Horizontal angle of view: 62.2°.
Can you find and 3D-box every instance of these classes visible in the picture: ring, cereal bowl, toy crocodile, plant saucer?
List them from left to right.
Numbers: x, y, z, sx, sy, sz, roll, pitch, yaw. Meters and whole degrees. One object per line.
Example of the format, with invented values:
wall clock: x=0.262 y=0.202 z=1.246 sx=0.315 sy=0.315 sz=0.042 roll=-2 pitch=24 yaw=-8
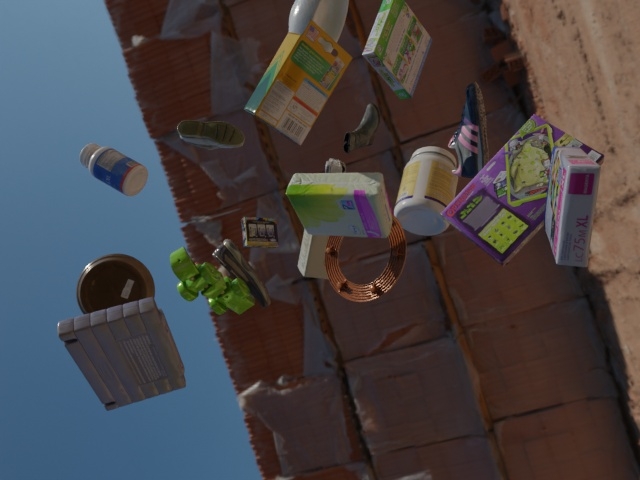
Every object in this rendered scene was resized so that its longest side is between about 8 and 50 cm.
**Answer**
plant saucer: x=-0.745 y=0.186 z=1.926 sx=0.041 sy=0.277 sz=0.278 roll=167 pitch=87 yaw=-81
toy crocodile: x=-0.315 y=0.131 z=1.570 sx=0.340 sy=0.115 sz=0.105 roll=38 pitch=-161 yaw=-48
cereal bowl: x=-0.027 y=-0.877 z=2.104 sx=0.339 sy=0.141 sz=0.339 roll=-58 pitch=-13 yaw=-22
ring: x=0.140 y=0.042 z=1.800 sx=0.032 sy=0.336 sz=0.337 roll=17 pitch=-127 yaw=-49

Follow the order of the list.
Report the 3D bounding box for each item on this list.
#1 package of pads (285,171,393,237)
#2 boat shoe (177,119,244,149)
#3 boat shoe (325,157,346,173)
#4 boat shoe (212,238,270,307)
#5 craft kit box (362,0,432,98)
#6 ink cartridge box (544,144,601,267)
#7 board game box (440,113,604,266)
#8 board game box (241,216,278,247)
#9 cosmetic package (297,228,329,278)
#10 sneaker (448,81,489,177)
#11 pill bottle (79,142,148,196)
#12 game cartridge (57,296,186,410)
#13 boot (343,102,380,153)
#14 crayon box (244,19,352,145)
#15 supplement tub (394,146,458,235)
package of pads: x=0.068 y=-0.107 z=1.654 sx=0.229 sy=0.296 sz=0.101 roll=64 pitch=-145 yaw=-52
boat shoe: x=-0.483 y=-0.468 z=2.390 sx=0.103 sy=0.302 sz=0.113 roll=92 pitch=-169 yaw=-70
boat shoe: x=0.076 y=-0.335 z=2.469 sx=0.267 sy=0.088 sz=0.096 roll=-42 pitch=-42 yaw=-82
boat shoe: x=-0.351 y=0.163 z=2.355 sx=0.355 sy=0.130 sz=0.132 roll=54 pitch=178 yaw=10
craft kit box: x=0.265 y=-0.651 z=1.786 sx=0.246 sy=0.061 sz=0.250 roll=36 pitch=-111 yaw=-45
ink cartridge box: x=0.498 y=-0.085 z=1.071 sx=0.311 sy=0.065 sz=0.186 roll=-42 pitch=-46 yaw=-64
board game box: x=0.492 y=-0.127 z=1.315 sx=0.208 sy=0.347 sz=0.056 roll=45 pitch=-175 yaw=28
board game box: x=-0.288 y=-0.037 z=2.529 sx=0.048 sy=0.170 sz=0.141 roll=-22 pitch=69 yaw=54
cosmetic package: x=0.000 y=0.000 z=2.260 sx=0.153 sy=0.129 sz=0.296 roll=-130 pitch=50 yaw=-68
sneaker: x=0.493 y=-0.368 z=1.803 sx=0.112 sy=0.131 sz=0.319 roll=-24 pitch=-70 yaw=-58
pill bottle: x=-0.738 y=-0.257 z=1.887 sx=0.124 sy=0.221 sz=0.124 roll=-57 pitch=-13 yaw=-21
game cartridge: x=-0.485 y=0.294 z=1.351 sx=0.355 sy=0.230 sz=0.068 roll=88 pitch=158 yaw=-44
boot: x=0.192 y=-0.528 z=2.541 sx=0.083 sy=0.161 sz=0.247 roll=47 pitch=147 yaw=31
crayon box: x=-0.066 y=-0.488 z=1.648 sx=0.203 sy=0.323 sz=0.083 roll=28 pitch=-174 yaw=-42
supplement tub: x=0.461 y=-0.215 z=2.291 sx=0.241 sy=0.241 sz=0.331 roll=64 pitch=-142 yaw=-52
